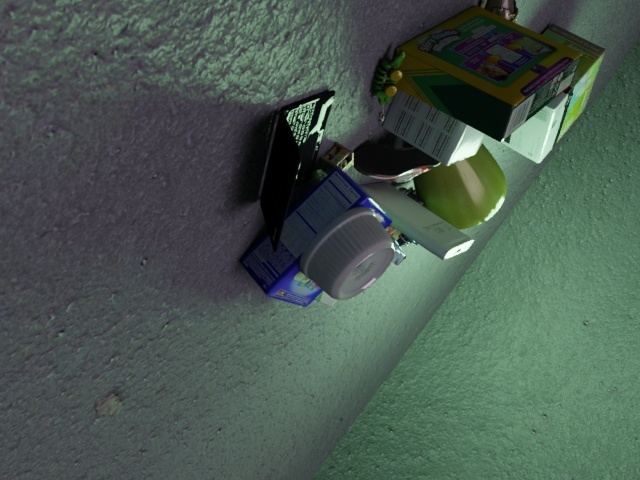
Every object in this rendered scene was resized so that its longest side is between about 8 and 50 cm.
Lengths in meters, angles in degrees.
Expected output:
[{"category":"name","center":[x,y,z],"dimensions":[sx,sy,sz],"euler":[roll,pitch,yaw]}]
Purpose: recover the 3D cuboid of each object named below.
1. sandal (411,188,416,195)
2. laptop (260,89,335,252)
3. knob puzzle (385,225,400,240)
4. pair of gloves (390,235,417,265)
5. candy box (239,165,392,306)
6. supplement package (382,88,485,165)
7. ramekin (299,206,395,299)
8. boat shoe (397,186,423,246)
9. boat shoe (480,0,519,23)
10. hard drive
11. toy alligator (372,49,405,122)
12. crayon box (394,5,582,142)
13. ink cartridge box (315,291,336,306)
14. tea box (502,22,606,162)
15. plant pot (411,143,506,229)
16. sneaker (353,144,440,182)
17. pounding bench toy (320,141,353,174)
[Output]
[{"category":"sandal","center":[0.285,-0.090,2.259],"dimensions":[0.067,0.040,0.179],"euler":[-20,140,-54]},{"category":"laptop","center":[-0.032,-0.147,1.398],"dimensions":[0.264,0.137,0.234],"euler":[-31,149,-44]},{"category":"knob puzzle","center":[0.154,-0.013,2.013],"dimensions":[0.213,0.030,0.213],"euler":[-23,148,-16]},{"category":"pair of gloves","center":[0.247,0.001,2.053],"dimensions":[0.198,0.023,0.159],"euler":[-43,143,16]},{"category":"candy box","center":[0.000,0.000,1.636],"dimensions":[0.317,0.122,0.268],"euler":[-43,160,5]},{"category":"supplement package","center":[0.309,-0.317,1.757],"dimensions":[0.194,0.203,0.149],"euler":[-25,144,-52]},{"category":"ramekin","center":[0.067,0.037,1.506],"dimensions":[0.207,0.109,0.207],"euler":[-33,156,-17]},{"category":"boat shoe","center":[0.250,-0.027,2.125],"dimensions":[0.108,0.102,0.301],"euler":[-36,152,-40]},{"category":"boat shoe","center":[0.477,-0.588,1.846],"dimensions":[0.117,0.097,0.324],"euler":[-38,153,-37]},{"category":"hard drive","center":[0.251,-0.059,1.872],"dimensions":[0.203,0.307,0.040],"euler":[-15,136,-58]},{"category":"toy alligator","center":[0.143,-0.352,1.579],"dimensions":[0.051,0.056,0.189],"euler":[5,132,-16]},{"category":"crayon box","center":[0.396,-0.411,1.646],"dimensions":[0.363,0.313,0.106],"euler":[-36,149,-37]},{"category":"ink cartridge box","center":[0.027,0.058,1.854],"dimensions":[0.212,0.093,0.154],"euler":[-56,148,0]},{"category":"tea box","center":[0.797,-0.517,2.441],"dimensions":[0.323,0.220,0.329],"euler":[-49,158,-16]},{"category":"plant pot","center":[0.378,-0.222,2.009],"dimensions":[0.274,0.275,0.293],"euler":[-50,142,-10]},{"category":"sneaker","center":[0.176,-0.194,1.809],"dimensions":[0.270,0.090,0.145],"euler":[-10,172,-28]},{"category":"pounding bench toy","center":[0.042,-0.178,1.617],"dimensions":[0.065,0.052,0.083],"euler":[-46,157,-22]}]
